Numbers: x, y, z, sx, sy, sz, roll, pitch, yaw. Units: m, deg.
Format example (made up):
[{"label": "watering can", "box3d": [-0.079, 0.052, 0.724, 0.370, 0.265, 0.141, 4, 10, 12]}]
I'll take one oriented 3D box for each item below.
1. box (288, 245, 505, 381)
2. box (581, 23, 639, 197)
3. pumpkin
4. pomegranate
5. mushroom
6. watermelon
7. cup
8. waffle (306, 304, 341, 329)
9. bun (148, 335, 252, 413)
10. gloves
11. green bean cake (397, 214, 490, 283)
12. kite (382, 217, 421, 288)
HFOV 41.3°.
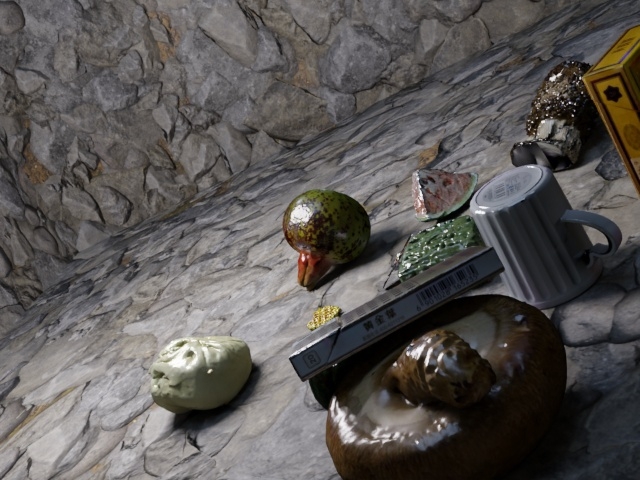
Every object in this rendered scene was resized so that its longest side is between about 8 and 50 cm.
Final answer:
[{"label": "box", "box3d": [0.106, 0.102, 1.258, 0.324, 0.047, 0.180, -28, 0, 0]}, {"label": "box", "box3d": [0.577, -0.200, 1.446, 0.084, 0.302, 0.193, -11, 25, 50]}, {"label": "pumpkin", "box3d": [0.074, 0.198, 1.407, 0.211, 0.152, 0.212, -39, 22, 19]}, {"label": "pomegranate", "box3d": [0.000, 0.000, 2.040, 0.214, 0.214, 0.248, 7, 74, 62]}, {"label": "mushroom", "box3d": [0.164, 0.217, 1.160, 0.345, 0.239, 0.345, -11, 5, 1]}, {"label": "watermelon", "box3d": [0.277, -0.116, 2.010, 0.187, 0.139, 0.071, -39, -14, -23]}, {"label": "cup", "box3d": [0.382, -0.019, 1.430, 0.221, 0.202, 0.167, -24, 21, 22]}, {"label": "waffle", "box3d": [0.005, 0.167, 1.827, 0.078, 0.016, 0.085, -15, 24, 41]}, {"label": "bun", "box3d": [-0.257, 0.266, 1.772, 0.229, 0.145, 0.229, -31, 17, 10]}, {"label": "gloves", "box3d": [0.555, -0.284, 1.973, 0.312, 0.135, 0.210, -61, 7, -20]}, {"label": "green bean cake", "box3d": [0.247, 0.033, 1.679, 0.181, 0.094, 0.173, -20, 19, 26]}, {"label": "kite", "box3d": [0.157, 0.044, 1.769, 0.183, 0.010, 0.160, -54, -10, -51]}]
